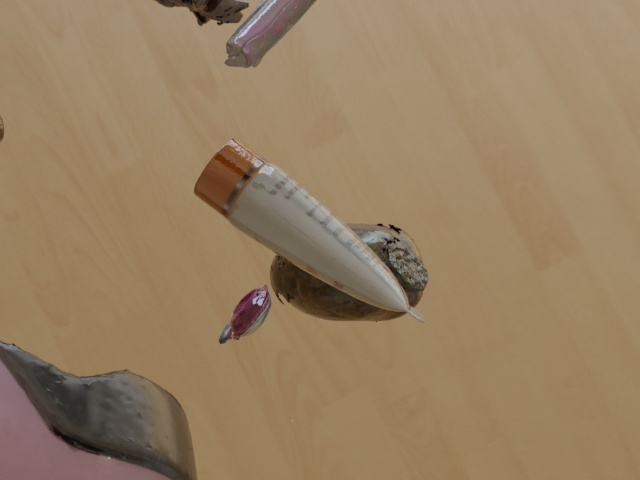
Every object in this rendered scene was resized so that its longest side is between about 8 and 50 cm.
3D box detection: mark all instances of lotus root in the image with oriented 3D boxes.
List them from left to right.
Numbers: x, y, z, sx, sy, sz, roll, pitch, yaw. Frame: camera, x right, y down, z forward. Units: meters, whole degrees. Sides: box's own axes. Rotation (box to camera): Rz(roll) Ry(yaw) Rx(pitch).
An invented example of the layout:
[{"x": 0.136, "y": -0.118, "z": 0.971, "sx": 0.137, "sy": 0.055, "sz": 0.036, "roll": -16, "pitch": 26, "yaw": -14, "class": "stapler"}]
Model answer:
[{"x": 0.049, "y": 0.060, "z": 1.956, "sx": 0.195, "sy": 0.397, "sz": 0.179, "roll": -18, "pitch": 97, "yaw": -32, "class": "lotus root"}]

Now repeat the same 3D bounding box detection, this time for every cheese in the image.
[{"x": -0.112, "y": 0.114, "z": 1.637, "sx": 0.038, "sy": 0.145, "sz": 0.095, "roll": 35, "pitch": 53, "yaw": -13, "class": "cheese"}]

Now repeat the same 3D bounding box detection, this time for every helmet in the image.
[{"x": -0.184, "y": 0.137, "z": 0.551, "sx": 0.253, "sy": 0.198, "sz": 0.154, "roll": 9, "pitch": 54, "yaw": -32, "class": "helmet"}]

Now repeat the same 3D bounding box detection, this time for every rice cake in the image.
[{"x": -0.035, "y": -0.327, "z": 1.487, "sx": 0.055, "sy": 0.049, "sz": 0.270, "roll": 28, "pitch": 65, "yaw": 29, "class": "rice cake"}]

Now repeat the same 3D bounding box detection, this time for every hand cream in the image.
[{"x": 0.000, "y": 0.000, "z": 1.316, "sx": 0.314, "sy": 0.139, "sz": 0.089, "roll": 35, "pitch": 92, "yaw": 8, "class": "hand cream"}]

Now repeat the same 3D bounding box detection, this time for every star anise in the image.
[{"x": -0.219, "y": -0.430, "z": 1.970, "sx": 0.208, "sy": 0.171, "sz": 0.063, "roll": 23, "pitch": 85, "yaw": -43, "class": "star anise"}]

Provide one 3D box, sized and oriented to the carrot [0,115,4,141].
[{"x": -0.219, "y": -0.098, "z": 0.673, "sx": 0.032, "sy": 0.032, "sz": 0.093, "roll": -20, "pitch": 88, "yaw": -5, "class": "carrot"}]
